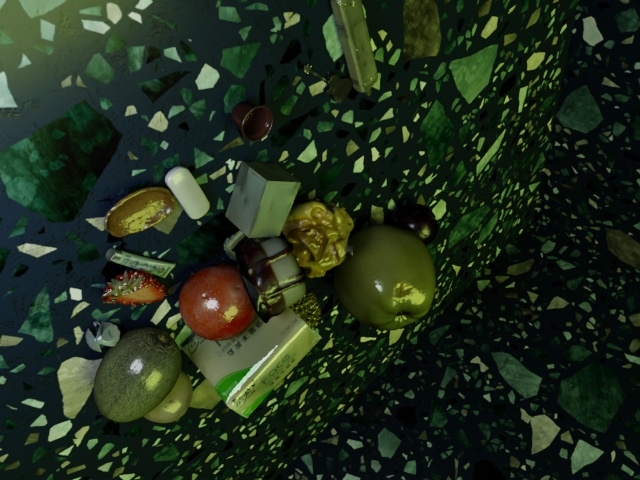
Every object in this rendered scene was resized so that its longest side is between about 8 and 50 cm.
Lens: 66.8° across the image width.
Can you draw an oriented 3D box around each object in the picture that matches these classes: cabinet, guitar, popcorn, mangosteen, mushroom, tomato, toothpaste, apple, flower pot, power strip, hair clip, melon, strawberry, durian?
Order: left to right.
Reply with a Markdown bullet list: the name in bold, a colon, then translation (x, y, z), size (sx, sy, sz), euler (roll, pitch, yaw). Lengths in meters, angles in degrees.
- **strawberry**: translation (-0.572, 0.147, 1.485), size (0.167, 0.087, 0.208), euler (-21, 165, -9)
- **melon**: translation (-0.592, 0.433, 1.568), size (0.248, 0.248, 0.329), euler (17, 110, -54)
- **toothpaste**: translation (-0.539, 0.069, 1.471), size (0.062, 0.039, 0.239), euler (-51, 148, 7)
- **mushroom**: translation (-0.576, 0.563, 1.784), size (0.204, 0.204, 0.204), euler (-30, 140, -28)
- **tomato**: translation (-0.342, 0.217, 1.650), size (0.265, 0.265, 0.265), euler (-30, 140, -28)
- **flower pot**: translation (-0.207, -0.356, 1.415), size (0.111, 0.089, 0.111), euler (-29, 141, -27)
- **hair clip**: translation (-0.230, 0.051, 1.770), size (0.138, 0.091, 0.321), euler (-42, 134, 1)
- **cabinet**: translation (-0.189, -0.133, 1.591), size (0.150, 0.145, 0.206), euler (-5, 125, -47)
- **durian**: translation (-0.121, 0.353, 2.146), size (0.172, 0.166, 0.306), euler (41, 82, -26)
- **popcorn**: translation (0.000, 0.000, 1.843), size (0.316, 0.280, 0.297), euler (1, 104, -63)
- **guitar**: translation (0.021, -0.521, 1.581), size (0.233, 0.025, 0.088), euler (10, 114, -53)
- **power strip**: translation (0.117, -0.625, 1.568), size (0.092, 0.066, 0.388), euler (-44, 143, -14)
- **apple**: translation (0.280, 0.167, 2.128), size (0.473, 0.473, 0.474), euler (-30, 140, -28)
- **mangosteen**: translation (0.433, -0.051, 2.325), size (0.265, 0.228, 0.228), euler (-42, 147, 12)

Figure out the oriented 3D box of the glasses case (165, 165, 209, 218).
- **glasses case**: translation (-0.392, -0.139, 1.437), size (0.076, 0.049, 0.197), euler (-41, 145, -15)

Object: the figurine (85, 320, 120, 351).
- **figurine**: translation (-0.677, 0.294, 1.494), size (0.082, 0.086, 0.094), euler (-34, 102, -47)

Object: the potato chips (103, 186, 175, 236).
- **potato chips**: translation (-0.509, -0.087, 1.353), size (0.201, 0.049, 0.150), euler (-39, 149, -22)

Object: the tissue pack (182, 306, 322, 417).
- **tissue pack**: translation (-0.258, 0.389, 1.828), size (0.405, 0.331, 0.205), euler (-45, 147, -10)

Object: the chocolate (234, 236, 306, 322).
- **chocolate**: translation (-0.148, 0.108, 1.605), size (0.186, 0.284, 0.284), euler (-23, 143, 1)
